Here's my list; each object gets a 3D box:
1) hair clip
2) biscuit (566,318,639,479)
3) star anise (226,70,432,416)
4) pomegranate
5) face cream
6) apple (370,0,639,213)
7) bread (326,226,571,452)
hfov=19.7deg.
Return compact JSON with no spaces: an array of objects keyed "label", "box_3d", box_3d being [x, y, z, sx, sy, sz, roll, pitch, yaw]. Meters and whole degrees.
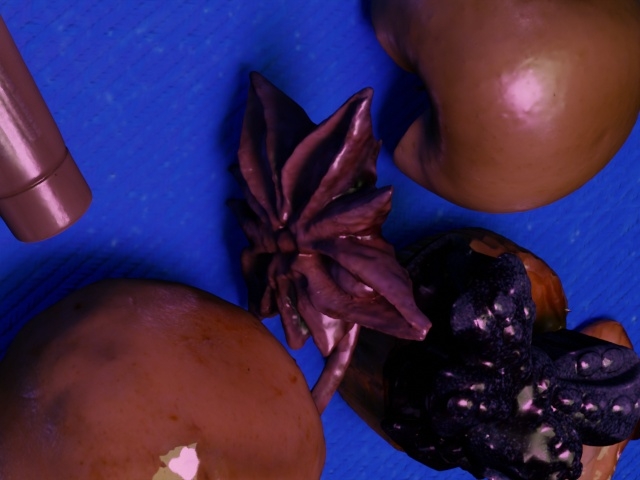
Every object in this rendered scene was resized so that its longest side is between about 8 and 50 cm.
[{"label":"hair clip","box_3d":[0.182,0.144,1.820,0.310,0.194,0.206,36,80,-38]},{"label":"biscuit","box_3d":[0.302,0.213,2.203,0.203,0.041,0.260,11,103,-34]},{"label":"star anise","box_3d":[-0.001,0.000,1.766,0.109,0.292,0.349,-14,89,-25]},{"label":"pomegranate","box_3d":[-0.157,0.199,1.711,0.332,0.332,0.332,-14,118,-29]},{"label":"face cream","box_3d":[-0.313,-0.152,1.599,0.137,0.084,0.341,-32,119,-7]},{"label":"apple","box_3d":[0.203,-0.171,1.835,0.258,0.233,0.295,-20,121,-23]},{"label":"bread","box_3d":[0.136,0.101,1.974,0.253,0.142,0.227,-29,123,-24]}]
